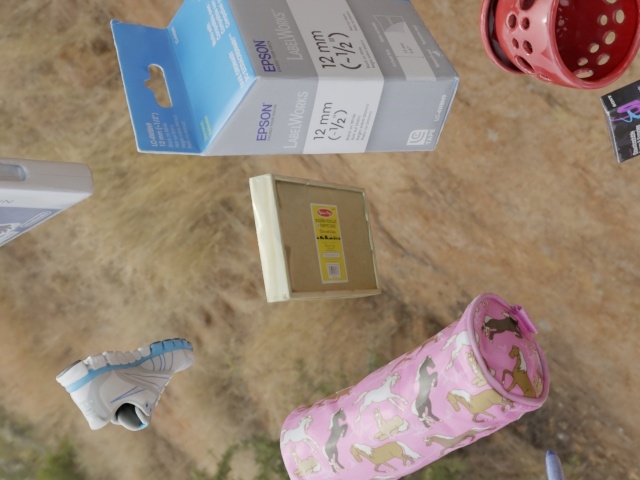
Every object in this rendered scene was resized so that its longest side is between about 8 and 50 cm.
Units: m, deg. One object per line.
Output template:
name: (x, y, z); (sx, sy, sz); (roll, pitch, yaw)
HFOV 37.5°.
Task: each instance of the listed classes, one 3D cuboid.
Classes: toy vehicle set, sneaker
toy vehicle set: (0.000, 0.000, 1.330); (0.035, 0.267, 0.166); (-12, 82, 29)
sneaker: (-0.192, 0.156, 0.992); (0.071, 0.191, 0.083); (-32, 79, 27)

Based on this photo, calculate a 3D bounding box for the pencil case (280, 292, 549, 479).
pencil case: (0.117, 0.218, 1.234); (0.160, 0.167, 0.386); (22, 136, -35)

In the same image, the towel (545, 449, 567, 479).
towel: (0.304, 0.427, 1.133); (0.034, 0.285, 0.209); (-11, 130, 15)

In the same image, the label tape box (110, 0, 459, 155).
label tape box: (-0.050, -0.218, 1.090); (0.115, 0.348, 0.249); (107, 153, -42)

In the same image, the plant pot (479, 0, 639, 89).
plant pot: (0.338, -0.320, 1.347); (0.174, 0.191, 0.191); (28, 154, 56)

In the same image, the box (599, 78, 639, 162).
box: (0.401, -0.155, 1.061); (0.116, 0.162, 0.029); (50, -160, -56)

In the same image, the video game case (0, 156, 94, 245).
video game case: (-0.262, -0.003, 0.534); (0.201, 0.183, 0.023); (-23, 77, 34)
